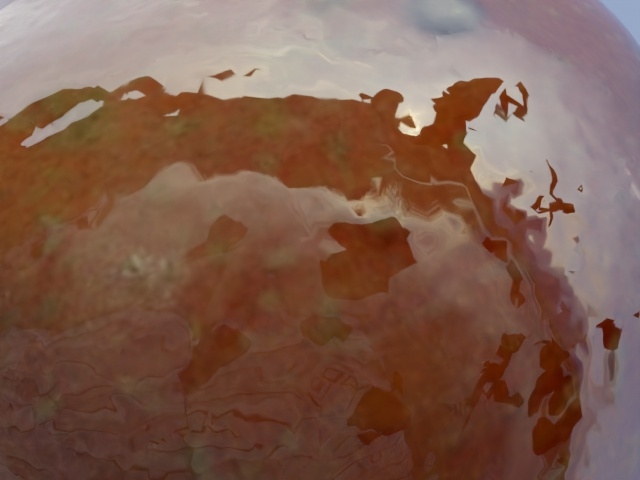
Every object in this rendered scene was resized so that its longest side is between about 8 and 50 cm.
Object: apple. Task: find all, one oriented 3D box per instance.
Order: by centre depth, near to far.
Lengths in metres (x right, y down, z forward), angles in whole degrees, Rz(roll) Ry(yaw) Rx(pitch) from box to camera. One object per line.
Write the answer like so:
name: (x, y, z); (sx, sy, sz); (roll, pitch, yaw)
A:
apple: (-0.008, 0.024, 0.474); (0.253, 0.253, 0.253); (7, -63, 14)
